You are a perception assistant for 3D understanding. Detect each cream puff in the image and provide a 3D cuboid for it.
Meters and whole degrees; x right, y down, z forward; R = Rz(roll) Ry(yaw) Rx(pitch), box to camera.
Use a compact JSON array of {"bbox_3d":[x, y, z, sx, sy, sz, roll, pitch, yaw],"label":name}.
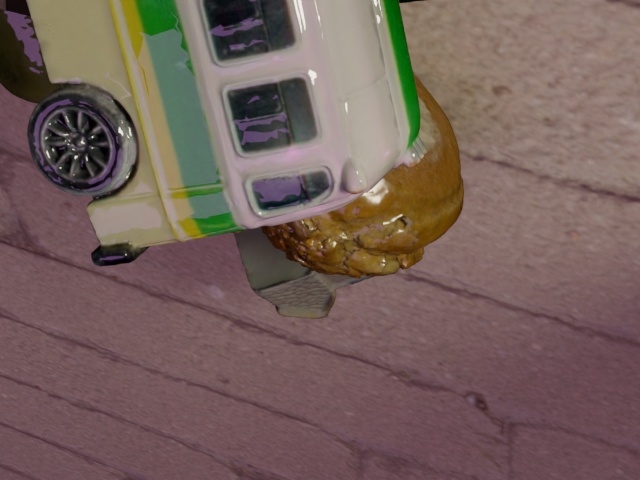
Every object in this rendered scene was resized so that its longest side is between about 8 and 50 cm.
[{"bbox_3d":[0.013,-0.044,0.819,0.115,0.165,0.150,-45,73,33],"label":"cream puff"}]

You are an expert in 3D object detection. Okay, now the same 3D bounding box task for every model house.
[{"bbox_3d":[0.000,0.000,0.988,0.100,0.088,0.100,-22,157,14],"label":"model house"}]

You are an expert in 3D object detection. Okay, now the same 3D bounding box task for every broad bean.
[{"bbox_3d":[-0.223,-0.167,0.904,0.174,0.082,0.124,36,143,-13],"label":"broad bean"}]

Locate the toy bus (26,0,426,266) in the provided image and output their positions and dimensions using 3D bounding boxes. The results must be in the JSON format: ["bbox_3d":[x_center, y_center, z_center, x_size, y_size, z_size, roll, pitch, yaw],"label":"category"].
[{"bbox_3d":[-0.060,-0.158,0.639,0.179,0.143,0.306,-7,108,21],"label":"toy bus"}]

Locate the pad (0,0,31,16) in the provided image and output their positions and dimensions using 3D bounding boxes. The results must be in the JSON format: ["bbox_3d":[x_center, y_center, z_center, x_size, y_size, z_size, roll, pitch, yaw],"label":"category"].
[{"bbox_3d":[-0.245,-0.232,0.829,0.234,0.003,0.158,16,119,19],"label":"pad"}]

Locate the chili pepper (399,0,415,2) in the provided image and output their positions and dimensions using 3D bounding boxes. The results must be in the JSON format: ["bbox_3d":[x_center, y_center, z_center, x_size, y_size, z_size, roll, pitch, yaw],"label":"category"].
[{"bbox_3d":[0.026,-0.172,0.733,0.182,0.050,0.073,12,153,30],"label":"chili pepper"}]
